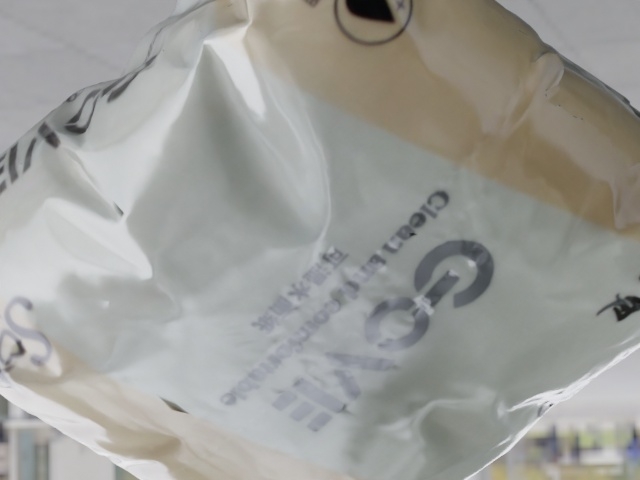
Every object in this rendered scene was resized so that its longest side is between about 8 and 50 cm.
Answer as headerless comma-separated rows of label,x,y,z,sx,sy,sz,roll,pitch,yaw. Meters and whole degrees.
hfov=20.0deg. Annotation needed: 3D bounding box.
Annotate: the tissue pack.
tissue pack,0.000,0.000,1.010,0.390,0.195,0.375,32,121,-29
